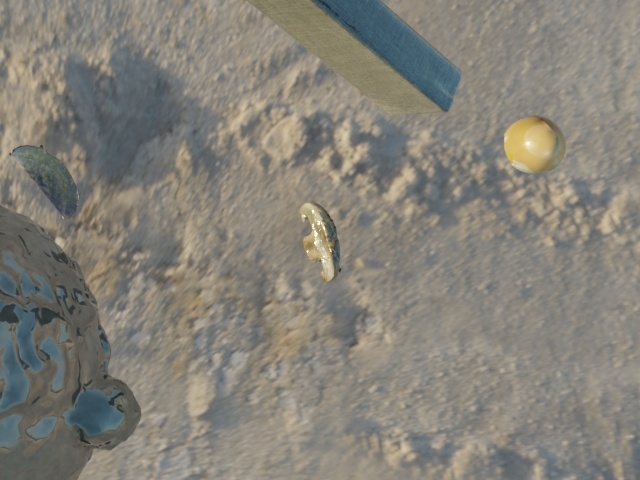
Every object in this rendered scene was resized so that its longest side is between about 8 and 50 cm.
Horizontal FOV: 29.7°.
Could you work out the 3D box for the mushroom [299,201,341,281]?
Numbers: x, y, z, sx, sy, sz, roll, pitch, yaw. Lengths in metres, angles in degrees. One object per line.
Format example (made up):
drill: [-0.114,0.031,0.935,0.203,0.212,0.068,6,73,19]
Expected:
mushroom: [0.000,0.000,1.430,0.019,0.049,0.101,-1,65,-47]

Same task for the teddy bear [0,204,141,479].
teddy bear: [-0.200,0.063,0.445,0.267,0.151,0.236,-5,96,-50]

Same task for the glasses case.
glasses case: [0.022,-0.169,0.951,0.205,0.071,0.047,33,71,-36]

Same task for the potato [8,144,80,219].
potato: [-0.283,-0.070,1.255,0.037,0.036,0.093,-39,116,-5]

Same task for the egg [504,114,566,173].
egg: [0.261,-0.114,1.456,0.071,0.083,0.071,-3,104,-13]
